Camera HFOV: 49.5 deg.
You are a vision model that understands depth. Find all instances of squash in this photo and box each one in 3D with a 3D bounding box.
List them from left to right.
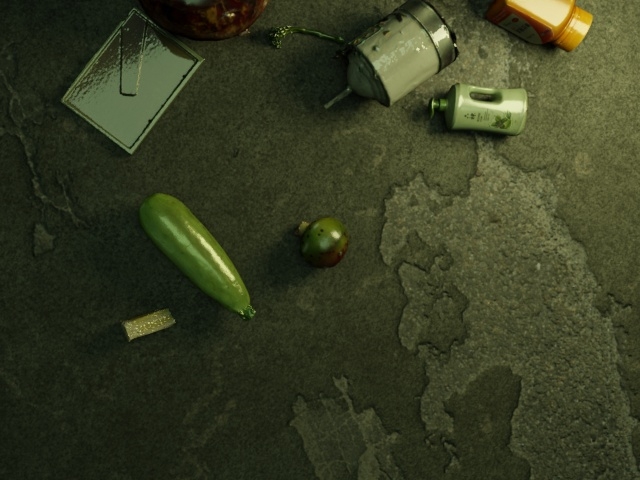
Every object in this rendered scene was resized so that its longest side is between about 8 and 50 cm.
[{"bbox_3d":[-0.281,0.039,1.627,0.118,0.118,0.370,-43,98,-3],"label":"squash"}]

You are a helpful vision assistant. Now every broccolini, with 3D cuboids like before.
[{"bbox_3d":[-0.037,-0.499,1.675,0.194,0.054,0.052,-4,73,-8],"label":"broccolini"}]

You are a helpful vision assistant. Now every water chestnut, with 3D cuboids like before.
[{"bbox_3d":[-0.256,-0.612,1.516,0.350,0.302,0.351,0,88,-3],"label":"water chestnut"}]

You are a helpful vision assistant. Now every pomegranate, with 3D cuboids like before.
[{"bbox_3d":[0.006,0.005,1.660,0.130,0.130,0.130,0,91,-6],"label":"pomegranate"}]

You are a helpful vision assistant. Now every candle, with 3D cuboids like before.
[{"bbox_3d":[0.149,-0.412,1.627,0.330,0.187,0.187,-36,95,-3],"label":"candle"}]

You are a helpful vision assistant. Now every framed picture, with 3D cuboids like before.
[{"bbox_3d":[-0.445,-0.379,1.644,0.211,0.020,0.290,37,88,-6],"label":"framed picture"}]

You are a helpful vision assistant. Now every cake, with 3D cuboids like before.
[{"bbox_3d":[-0.413,0.196,1.658,0.121,0.065,0.052,-18,93,-28],"label":"cake"}]

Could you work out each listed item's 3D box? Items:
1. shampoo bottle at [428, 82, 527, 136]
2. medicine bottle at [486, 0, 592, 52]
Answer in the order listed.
[{"bbox_3d":[0.379,-0.323,1.698,0.234,0.087,0.118,4,94,-6],"label":"shampoo bottle"},{"bbox_3d":[0.532,-0.551,1.677,0.222,0.149,0.112,26,89,-6],"label":"medicine bottle"}]
